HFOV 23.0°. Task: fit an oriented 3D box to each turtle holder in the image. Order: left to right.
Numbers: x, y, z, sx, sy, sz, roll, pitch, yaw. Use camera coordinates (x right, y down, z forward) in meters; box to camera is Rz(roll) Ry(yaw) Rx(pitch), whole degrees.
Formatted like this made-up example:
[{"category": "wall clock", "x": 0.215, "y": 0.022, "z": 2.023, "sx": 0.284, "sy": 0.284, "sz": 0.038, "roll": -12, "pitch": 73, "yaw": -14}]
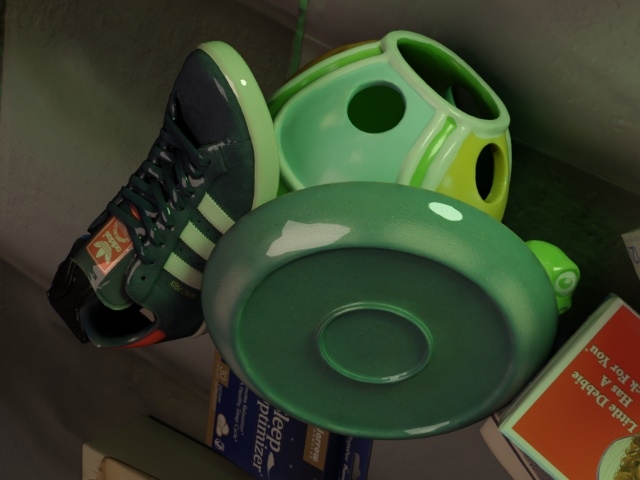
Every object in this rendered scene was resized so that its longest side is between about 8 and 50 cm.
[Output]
[{"category": "turtle holder", "x": 0.068, "y": -0.044, "z": 1.443, "sx": 0.227, "sy": 0.243, "sz": 0.320, "roll": -53, "pitch": 41, "yaw": 27}]

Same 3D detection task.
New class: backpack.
[{"category": "backpack", "x": -0.264, "y": 0.046, "z": 1.911, "sx": 0.098, "sy": 0.101, "sz": 0.120, "roll": 43, "pitch": 127, "yaw": 22}]

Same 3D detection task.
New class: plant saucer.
[{"category": "plant saucer", "x": 0.048, "y": 0.079, "z": 1.378, "sx": 0.317, "sy": 0.044, "sz": 0.318, "roll": 5, "pitch": 135, "yaw": 5}]

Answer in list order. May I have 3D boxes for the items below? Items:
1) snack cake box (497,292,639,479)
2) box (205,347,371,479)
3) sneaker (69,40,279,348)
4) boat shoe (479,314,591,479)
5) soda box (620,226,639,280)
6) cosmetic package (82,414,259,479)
[{"category": "snack cake box", "x": 0.296, "y": 0.187, "z": 1.323, "sx": 0.264, "sy": 0.089, "sz": 0.152, "roll": 42, "pitch": 95, "yaw": 4}, {"category": "box", "x": -0.041, "y": 0.223, "z": 1.806, "sx": 0.225, "sy": 0.036, "sz": 0.136, "roll": 27, "pitch": 122, "yaw": 34}, {"category": "sneaker", "x": -0.141, "y": -0.021, "z": 1.398, "sx": 0.131, "sy": 0.148, "sz": 0.350, "roll": 52, "pitch": 145, "yaw": 33}, {"category": "boat shoe", "x": 0.289, "y": 0.223, "z": 1.413, "sx": 0.340, "sy": 0.127, "sz": 0.158, "roll": 48, "pitch": 134, "yaw": 20}, {"category": "soda box", "x": 0.338, "y": 0.006, "z": 1.212, "sx": 0.286, "sy": 0.098, "sz": 0.091, "roll": 154, "pitch": 94, "yaw": -78}, {"category": "cosmetic package", "x": -0.147, "y": 0.348, "z": 1.901, "sx": 0.309, "sy": 0.113, "sz": 0.160, "roll": 19, "pitch": 118, "yaw": 38}]
